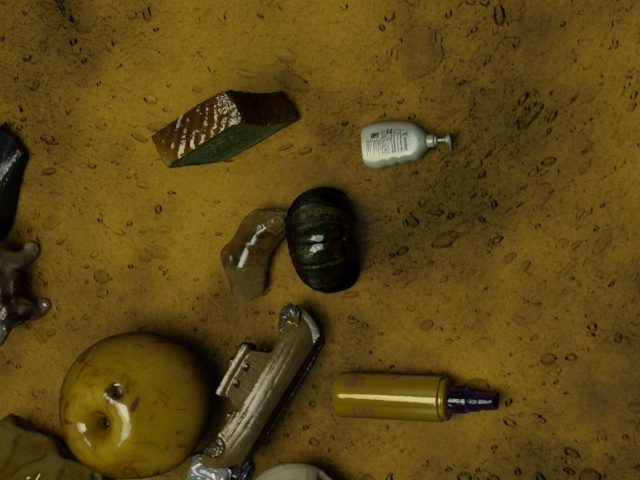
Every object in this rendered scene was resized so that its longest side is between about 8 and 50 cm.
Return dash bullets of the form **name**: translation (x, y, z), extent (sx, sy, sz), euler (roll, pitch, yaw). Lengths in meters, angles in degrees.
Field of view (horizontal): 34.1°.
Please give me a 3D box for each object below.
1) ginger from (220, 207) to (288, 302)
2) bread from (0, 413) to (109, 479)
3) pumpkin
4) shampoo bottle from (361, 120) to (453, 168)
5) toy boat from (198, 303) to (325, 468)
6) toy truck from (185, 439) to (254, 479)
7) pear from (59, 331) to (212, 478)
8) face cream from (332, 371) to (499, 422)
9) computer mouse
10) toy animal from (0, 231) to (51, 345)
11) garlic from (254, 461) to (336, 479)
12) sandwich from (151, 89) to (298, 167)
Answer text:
- **ginger**: translation (-0.117, 0.021, 1.824), extent (0.095, 0.069, 0.190), euler (32, 105, 15)
- **bread**: translation (-0.562, 0.483, 1.987), extent (0.252, 0.238, 0.196), euler (38, 148, 19)
- **pumpkin**: translation (0.000, 0.000, 1.753), extent (0.118, 0.107, 0.184), euler (-12, 88, 18)
- **shampoo bottle**: translation (0.144, -0.162, 1.714), extent (0.151, 0.045, 0.077), euler (-5, 90, 25)
- **toy boat**: translation (-0.114, 0.252, 1.799), extent (0.121, 0.089, 0.321), euler (32, 90, 11)
- **toy truck**: translation (-0.212, 0.496, 1.877), extent (0.114, 0.124, 0.254), euler (21, 103, 16)
- **pear**: translation (-0.327, 0.289, 1.829), extent (0.280, 0.280, 0.281), euler (2, 95, 22)
- **face cream**: translation (0.158, 0.260, 1.725), extent (0.273, 0.078, 0.078), euler (-1, 94, 23)
- **computer mouse**: translation (-0.663, -0.108, 2.037), extent (0.147, 0.088, 0.264), euler (20, 99, 17)
- **toy animal**: translation (-0.620, 0.074, 1.992), extent (0.121, 0.168, 0.233), euler (-10, 104, 23)
- **garlic**: translation (-0.006, 0.501, 1.759), extent (0.203, 0.185, 0.281), euler (-32, 80, 2)
- **sandwich**: translation (-0.161, -0.189, 1.747), extent (0.186, 0.214, 0.065), euler (-28, 85, 23)
